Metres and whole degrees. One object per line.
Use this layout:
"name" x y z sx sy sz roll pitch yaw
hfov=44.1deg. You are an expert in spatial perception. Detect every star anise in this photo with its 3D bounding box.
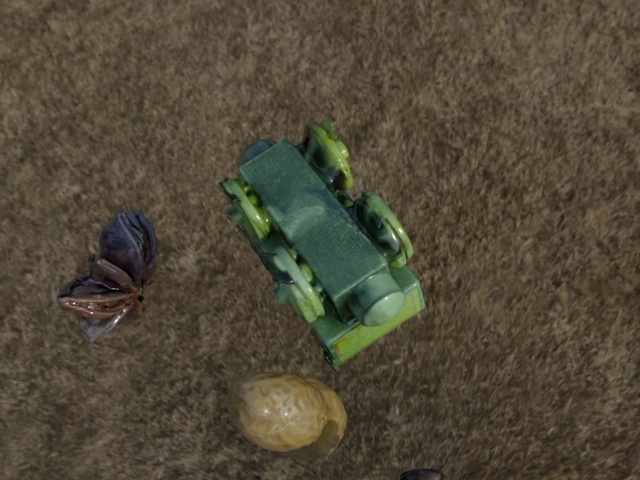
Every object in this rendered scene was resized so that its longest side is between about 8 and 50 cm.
"star anise" -0.298 0.052 1.137 0.093 0.229 0.236 21 28 6

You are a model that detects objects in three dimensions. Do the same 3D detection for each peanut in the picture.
"peanut" -0.051 0.278 1.273 0.149 0.313 0.149 -5 74 17

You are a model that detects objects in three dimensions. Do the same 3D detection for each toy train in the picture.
"toy train" 0.000 0.000 0.889 0.159 0.188 0.271 -33 59 -6

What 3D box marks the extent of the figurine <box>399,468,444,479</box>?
"figurine" 0.155 0.500 1.058 0.167 0.281 0.369 -1 53 -4
